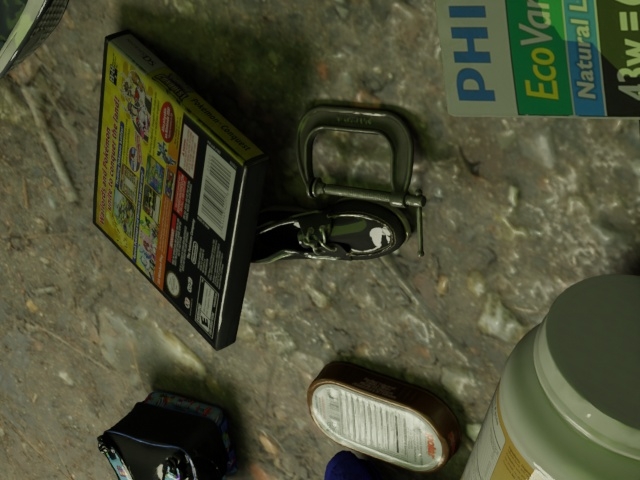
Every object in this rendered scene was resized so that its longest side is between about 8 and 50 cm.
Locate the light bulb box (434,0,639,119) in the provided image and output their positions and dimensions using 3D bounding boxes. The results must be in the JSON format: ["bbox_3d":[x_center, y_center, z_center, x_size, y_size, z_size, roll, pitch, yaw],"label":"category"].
[{"bbox_3d":[0.261,-0.276,0.892,0.361,0.225,0.358,3,116,30],"label":"light bulb box"}]

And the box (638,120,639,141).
[{"bbox_3d":[0.383,-0.044,1.141,0.233,0.044,0.159,11,127,32],"label":"box"}]

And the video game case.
[{"bbox_3d":[-0.162,-0.053,1.511,0.248,0.035,0.275,42,140,29],"label":"video game case"}]

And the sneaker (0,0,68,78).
[{"bbox_3d":[-0.349,-0.293,1.480,0.163,0.086,0.226,37,130,-2],"label":"sneaker"}]

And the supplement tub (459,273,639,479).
[{"bbox_3d":[0.259,0.208,1.290,0.228,0.228,0.316,30,134,17],"label":"supplement tub"}]

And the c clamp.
[{"bbox_3d":[0.038,-0.066,1.380,0.160,0.022,0.137,15,110,32],"label":"c clamp"}]

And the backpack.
[{"bbox_3d":[-0.184,0.301,1.778,0.158,0.117,0.173,7,124,34],"label":"backpack"}]

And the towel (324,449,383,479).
[{"bbox_3d":[0.084,0.416,1.578,0.308,0.076,0.228,-122,29,-48],"label":"towel"}]

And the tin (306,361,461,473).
[{"bbox_3d":[0.069,0.204,1.574,0.189,0.040,0.106,16,133,28],"label":"tin"}]

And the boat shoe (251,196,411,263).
[{"bbox_3d":[0.000,0.000,1.452,0.206,0.065,0.075,-1,120,38],"label":"boat shoe"}]
